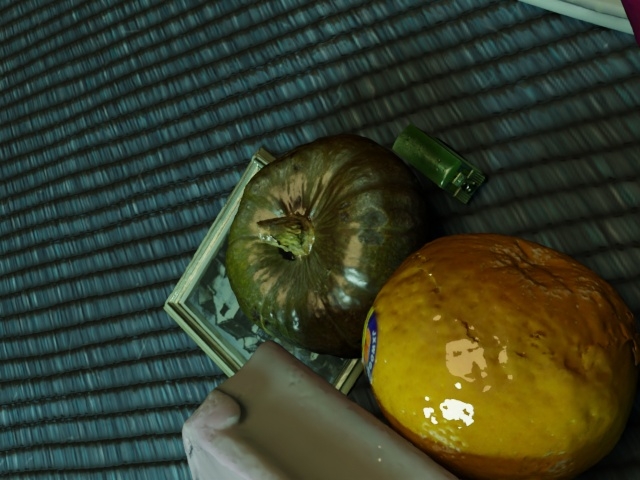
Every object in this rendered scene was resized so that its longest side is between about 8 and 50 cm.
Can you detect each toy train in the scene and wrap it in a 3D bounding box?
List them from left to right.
[{"bbox_3d":[0.115,-0.077,0.963,0.038,0.056,0.093,-53,51,9],"label":"toy train"}]

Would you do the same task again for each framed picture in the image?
[{"bbox_3d":[-0.046,0.054,1.072,0.296,0.019,0.232,38,100,40],"label":"framed picture"}]

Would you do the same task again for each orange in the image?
[{"bbox_3d":[0.142,0.094,0.783,0.219,0.219,0.193,14,117,41],"label":"orange"}]

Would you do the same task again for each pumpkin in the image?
[{"bbox_3d":[0.000,0.000,0.940,0.219,0.162,0.219,-12,69,35],"label":"pumpkin"}]

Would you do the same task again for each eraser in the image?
[{"bbox_3d":[0.051,0.275,0.763,0.122,0.272,0.359,-35,45,-27],"label":"eraser"}]

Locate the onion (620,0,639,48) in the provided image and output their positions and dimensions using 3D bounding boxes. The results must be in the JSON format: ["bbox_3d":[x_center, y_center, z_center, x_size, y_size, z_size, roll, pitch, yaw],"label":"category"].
[{"bbox_3d":[0.373,-0.265,0.656,0.398,0.398,0.420,-37,34,23],"label":"onion"}]

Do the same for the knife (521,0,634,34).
[{"bbox_3d":[0.272,-0.230,0.902,0.265,0.040,0.073,34,86,41],"label":"knife"}]
